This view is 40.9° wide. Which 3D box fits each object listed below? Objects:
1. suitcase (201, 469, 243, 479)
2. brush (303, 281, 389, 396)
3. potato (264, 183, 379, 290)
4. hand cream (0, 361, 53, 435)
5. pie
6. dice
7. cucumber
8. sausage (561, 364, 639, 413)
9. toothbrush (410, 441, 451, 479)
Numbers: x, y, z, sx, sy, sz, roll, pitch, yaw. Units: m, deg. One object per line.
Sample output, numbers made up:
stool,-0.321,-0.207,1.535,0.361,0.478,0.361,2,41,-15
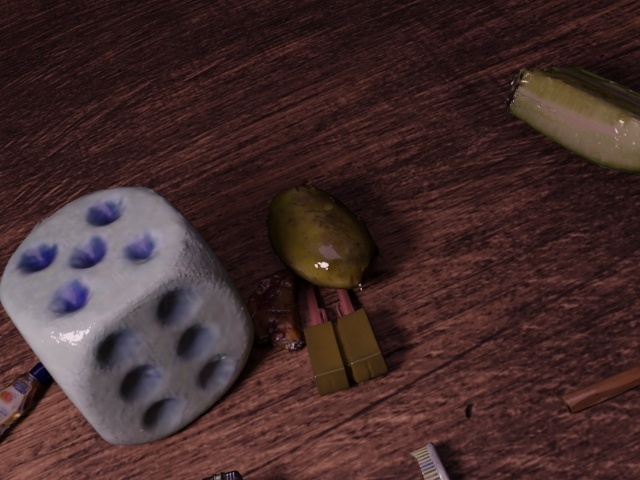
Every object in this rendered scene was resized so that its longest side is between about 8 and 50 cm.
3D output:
suitcase,-0.111,0.350,1.047,0.059,0.086,0.126,-16,44,2
brush,0.021,0.117,1.264,0.103,0.047,0.233,-19,38,1
potato,0.000,0.000,1.333,0.149,0.113,0.251,-11,40,-28
hand cream,-0.477,0.256,1.314,0.062,0.039,0.163,30,63,21
pie,-0.070,0.108,1.314,0.092,0.034,0.169,-14,44,1
dice,-0.271,0.106,1.222,0.265,0.268,0.262,-36,47,-17
cucumber,0.460,-0.183,1.367,0.145,0.105,0.325,-14,35,-35
sausage,0.361,0.186,1.083,0.116,0.026,0.026,-22,43,-3
toothbrush,0.170,0.382,0.954,0.037,0.028,0.375,-23,42,5
